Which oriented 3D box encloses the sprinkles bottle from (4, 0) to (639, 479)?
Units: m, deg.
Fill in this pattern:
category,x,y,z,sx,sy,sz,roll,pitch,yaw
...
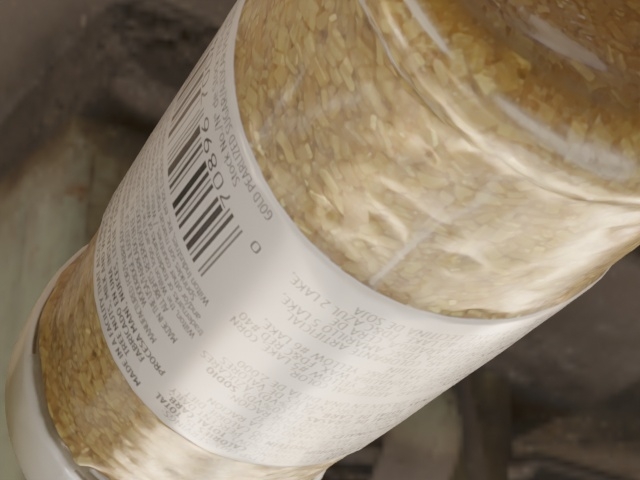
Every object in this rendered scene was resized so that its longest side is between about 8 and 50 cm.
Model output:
category,x,y,z,sx,sy,sz,roll,pitch,yaw
sprinkles bottle,0.000,0.000,0.502,0.121,0.121,0.355,11,154,-18
